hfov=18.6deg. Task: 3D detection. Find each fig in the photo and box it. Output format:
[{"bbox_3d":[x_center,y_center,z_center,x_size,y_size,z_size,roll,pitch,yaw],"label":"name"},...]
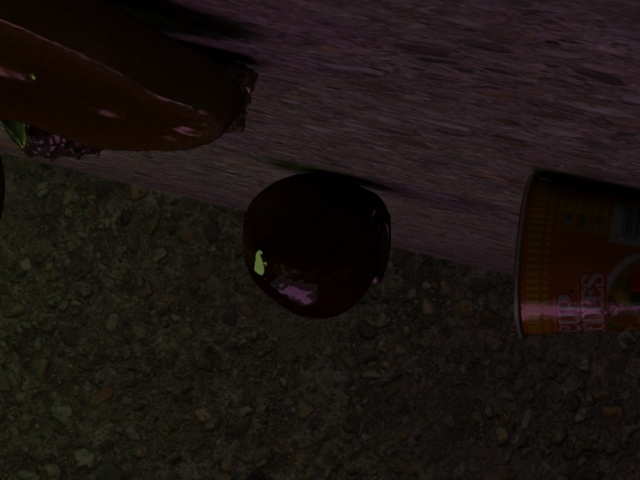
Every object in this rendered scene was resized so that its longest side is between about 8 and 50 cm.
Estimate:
[{"bbox_3d":[-0.001,-0.001,2.520,0.205,0.205,0.205,13,178,1],"label":"fig"}]

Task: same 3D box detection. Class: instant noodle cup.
[{"bbox_3d":[0.289,0.021,1.888,0.185,0.168,0.168,5,176,13],"label":"instant noodle cup"}]

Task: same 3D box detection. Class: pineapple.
[{"bbox_3d":[-0.176,-0.120,1.688,0.197,0.108,0.108,0,-176,-27],"label":"pineapple"}]

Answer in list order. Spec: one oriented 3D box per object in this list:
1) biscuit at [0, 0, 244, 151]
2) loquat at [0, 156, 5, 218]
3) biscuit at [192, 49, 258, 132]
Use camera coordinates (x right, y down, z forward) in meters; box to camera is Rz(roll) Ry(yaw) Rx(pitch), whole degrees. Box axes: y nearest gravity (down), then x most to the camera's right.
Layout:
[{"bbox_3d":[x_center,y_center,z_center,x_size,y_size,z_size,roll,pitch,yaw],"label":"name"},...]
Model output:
[{"bbox_3d":[-0.235,-0.141,1.384,0.343,0.057,0.287,22,164,-33],"label":"biscuit"},{"bbox_3d":[-0.556,-0.049,2.358,0.328,0.359,0.328,27,162,10],"label":"loquat"},{"bbox_3d":[-0.135,-0.124,1.547,0.168,0.070,0.082,10,-179,4],"label":"biscuit"}]
